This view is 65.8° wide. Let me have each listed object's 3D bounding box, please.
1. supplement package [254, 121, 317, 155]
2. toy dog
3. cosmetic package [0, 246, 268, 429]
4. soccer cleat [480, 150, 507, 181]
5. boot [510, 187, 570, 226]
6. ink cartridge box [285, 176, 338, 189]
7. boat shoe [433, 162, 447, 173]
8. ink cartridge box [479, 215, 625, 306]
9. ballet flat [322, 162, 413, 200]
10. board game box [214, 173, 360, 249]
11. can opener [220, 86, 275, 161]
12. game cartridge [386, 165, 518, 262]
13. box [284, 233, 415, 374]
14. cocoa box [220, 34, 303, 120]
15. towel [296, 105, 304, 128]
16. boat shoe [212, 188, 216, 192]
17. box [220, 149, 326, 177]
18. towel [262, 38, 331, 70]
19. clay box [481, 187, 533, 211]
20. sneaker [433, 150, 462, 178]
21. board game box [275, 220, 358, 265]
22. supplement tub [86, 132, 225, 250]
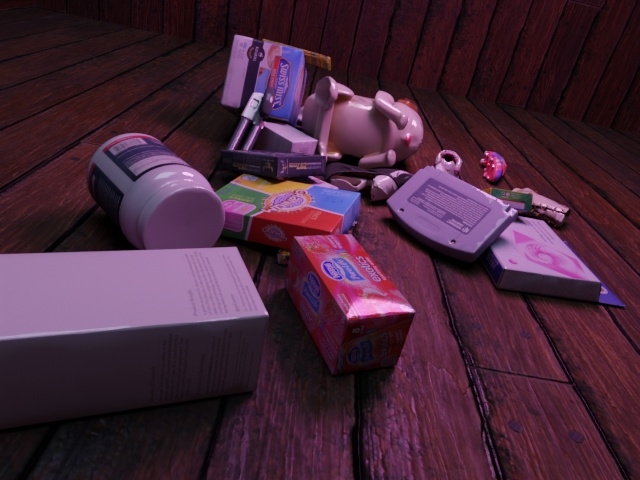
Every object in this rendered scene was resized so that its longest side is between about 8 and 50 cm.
[{"bbox_3d":[-0.112,-0.295,1.557,0.105,0.105,0.179,-15,39,-41],"label":"supplement package"},{"bbox_3d":[0.157,-0.366,1.675,0.409,0.284,0.395,4,12,-18],"label":"toy dog"},{"bbox_3d":[-0.280,0.118,0.695,0.366,0.155,0.197,-2,31,-23],"label":"cosmetic package"},{"bbox_3d":[0.666,-0.277,1.865,0.095,0.082,0.248,19,26,2],"label":"soccer cleat"},{"bbox_3d":[0.677,-0.098,1.549,0.213,0.077,0.165,-15,41,-45],"label":"boot"},{"bbox_3d":[-0.025,-0.135,1.359,0.123,0.052,0.089,27,31,24],"label":"ink cartridge box"},{"bbox_3d":[0.337,-0.123,1.470,0.099,0.116,0.319,-24,25,25],"label":"boat shoe"},{"bbox_3d":[0.564,0.031,1.279,0.331,0.071,0.324,7,28,-6],"label":"ink cartridge box"},{"bbox_3d":[0.137,-0.161,1.443,0.281,0.095,0.096,9,37,14],"label":"ballet flat"},{"bbox_3d":[-0.090,-0.068,1.154,0.317,0.064,0.242,11,28,15],"label":"board game box"},{"bbox_3d":[-0.208,-0.341,1.466,0.076,0.095,0.283,26,63,-12],"label":"can opener"},{"bbox_3d":[0.322,-0.070,1.272,0.196,0.060,0.294,-40,50,-14],"label":"game cartridge"},{"bbox_3d":[0.040,0.102,0.885,0.128,0.122,0.256,-2,32,-24],"label":"box"},{"bbox_3d":[-0.181,-0.528,1.714,0.228,0.231,0.347,13,6,-1],"label":"cocoa box"},{"bbox_3d":[0.041,-0.489,2.019,0.325,0.056,0.312,16,29,9],"label":"towel"},{"bbox_3d":[-0.320,-0.110,1.207,0.045,0.050,0.135,28,22,32],"label":"boat shoe"},{"bbox_3d":[-0.130,-0.212,1.346,0.233,0.059,0.184,13,16,40],"label":"box"},{"bbox_3d":[-0.079,-0.626,1.677,0.238,0.021,0.102,17,1,4],"label":"towel"},{"bbox_3d":[0.494,-0.105,1.436,0.128,0.053,0.222,8,-5,-8],"label":"clay box"},{"bbox_3d":[0.441,-0.257,1.699,0.103,0.111,0.252,17,29,7],"label":"sneaker"},{"bbox_3d":[0.000,0.000,1.152,0.136,0.030,0.259,14,28,7],"label":"board game box"},{"bbox_3d":[-0.337,-0.089,1.007,0.191,0.191,0.272,-14,38,-39],"label":"supplement tub"}]
